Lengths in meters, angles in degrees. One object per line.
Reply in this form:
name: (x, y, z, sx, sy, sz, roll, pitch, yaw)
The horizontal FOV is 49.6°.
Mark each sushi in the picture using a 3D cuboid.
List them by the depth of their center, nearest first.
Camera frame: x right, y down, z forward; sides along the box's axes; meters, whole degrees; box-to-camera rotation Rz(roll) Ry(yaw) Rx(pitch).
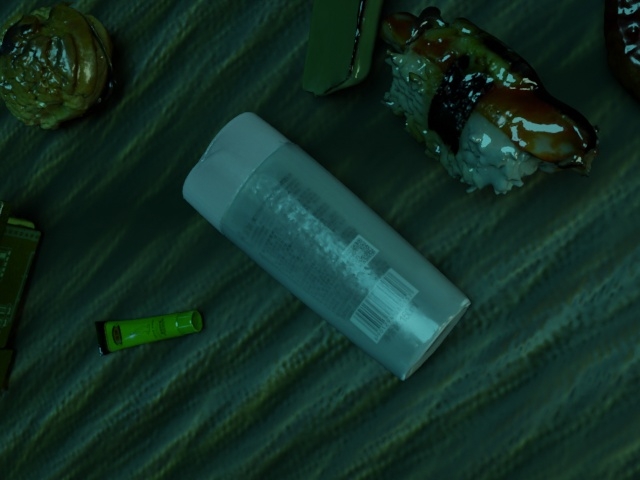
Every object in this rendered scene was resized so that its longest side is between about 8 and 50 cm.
sushi: (0.122, -0.109, 0.563, 0.103, 0.097, 0.226, -42, 60, 7)

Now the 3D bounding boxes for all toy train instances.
toy train: (-0.368, 0.053, 0.706, 0.090, 0.137, 0.225, 17, 89, 24)

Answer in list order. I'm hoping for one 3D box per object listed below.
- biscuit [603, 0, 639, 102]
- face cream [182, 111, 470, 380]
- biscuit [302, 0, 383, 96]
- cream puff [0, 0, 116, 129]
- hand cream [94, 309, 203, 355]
biscuit: (0.313, -0.170, 0.525, 0.192, 0.049, 0.192, -4, 79, 21)
face cream: (0.000, 0.000, 0.609, 0.269, 0.073, 0.107, 40, 95, 17)
biscuit: (0.038, -0.286, 0.615, 0.099, 0.038, 0.322, 8, 89, 59)
cream puff: (-0.276, -0.178, 0.706, 0.133, 0.104, 0.119, -40, 82, 14)
hand cream: (-0.175, 0.090, 0.693, 0.122, 0.023, 0.036, -12, 86, 22)
